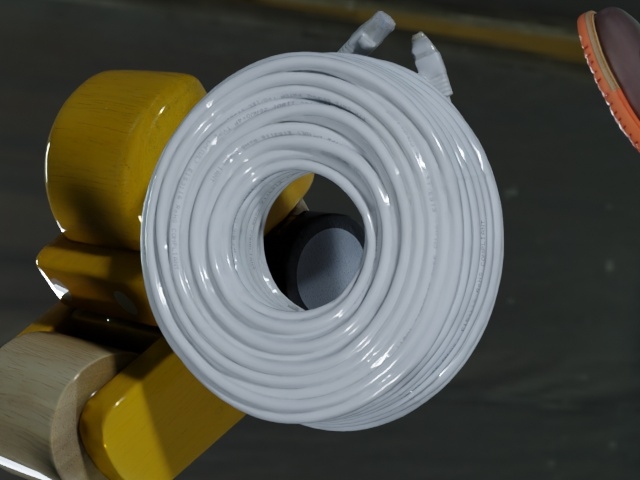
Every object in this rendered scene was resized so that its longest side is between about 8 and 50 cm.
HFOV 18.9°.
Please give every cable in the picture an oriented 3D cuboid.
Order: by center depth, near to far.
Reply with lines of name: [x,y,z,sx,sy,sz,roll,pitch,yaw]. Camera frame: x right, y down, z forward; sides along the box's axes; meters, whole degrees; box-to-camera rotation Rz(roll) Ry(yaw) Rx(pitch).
cable: [0.000,0.000,1.305,0.257,0.089,0.257,-33,74,21]

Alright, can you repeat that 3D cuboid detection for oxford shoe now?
oxford shoe: [0.279,-0.067,1.306,0.098,0.097,0.271,-42,74,19]

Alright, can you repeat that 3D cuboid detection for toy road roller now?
toy road roller: [-0.143,0.017,1.475,0.202,0.329,0.240,8,135,52]
